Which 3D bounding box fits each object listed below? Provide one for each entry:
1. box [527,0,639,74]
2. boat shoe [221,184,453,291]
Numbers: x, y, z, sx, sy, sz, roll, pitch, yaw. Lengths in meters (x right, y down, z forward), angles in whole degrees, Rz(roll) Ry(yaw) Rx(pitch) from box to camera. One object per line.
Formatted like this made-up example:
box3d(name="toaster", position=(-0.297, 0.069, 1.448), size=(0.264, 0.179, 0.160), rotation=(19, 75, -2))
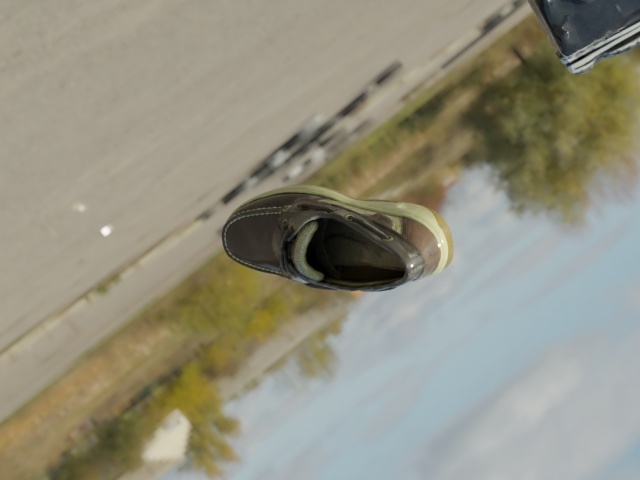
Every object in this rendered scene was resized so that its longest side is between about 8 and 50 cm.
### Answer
box3d(name="box", position=(0.321, -0.390, 1.030), size=(0.472, 0.297, 0.480), rotation=(-26, -168, 18))
box3d(name="boat shoe", position=(0.000, 0.000, 0.858), size=(0.152, 0.056, 0.049), rotation=(0, -163, 35))
